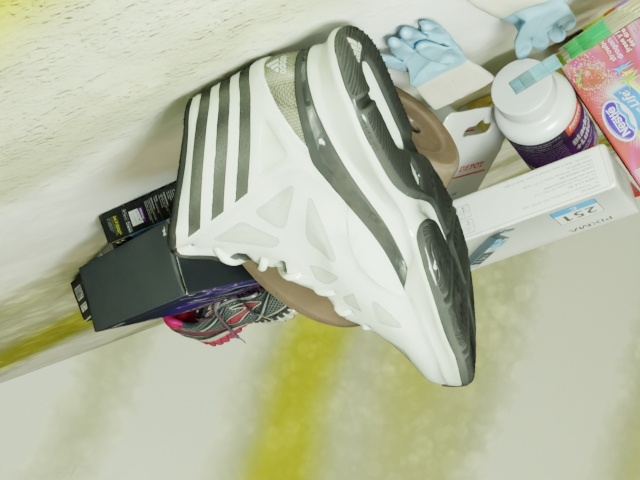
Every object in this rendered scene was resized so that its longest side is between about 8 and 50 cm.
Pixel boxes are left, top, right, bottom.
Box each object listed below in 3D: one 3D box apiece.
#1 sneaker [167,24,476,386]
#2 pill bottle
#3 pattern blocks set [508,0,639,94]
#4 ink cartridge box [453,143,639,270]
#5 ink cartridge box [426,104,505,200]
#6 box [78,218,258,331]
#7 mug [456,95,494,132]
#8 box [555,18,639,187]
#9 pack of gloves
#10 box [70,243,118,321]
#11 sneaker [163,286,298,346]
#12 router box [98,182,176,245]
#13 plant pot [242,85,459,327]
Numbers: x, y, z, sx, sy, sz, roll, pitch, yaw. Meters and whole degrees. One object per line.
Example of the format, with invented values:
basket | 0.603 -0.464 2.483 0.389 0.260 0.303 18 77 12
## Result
sneaker | 0.000 -0.001 1.058 0.258 0.447 0.169 -14 -143 20
pill bottle | 0.296 -0.163 1.337 0.108 0.108 0.193 -24 151 20
pattern blocks set | 0.372 -0.275 1.155 0.325 0.026 0.285 -33 -179 -34
ink cartridge box | 0.284 -0.019 1.377 0.296 0.066 0.261 -21 159 24
ink cartridge box | 0.123 -0.073 1.444 0.207 0.119 0.353 -15 140 -48
box | -0.181 0.039 1.351 0.184 0.103 0.261 -8 171 -39
mug | 0.253 -0.186 1.568 0.062 0.064 0.078 -20 173 -13
box | 0.443 -0.177 1.376 0.123 0.256 0.128 -34 171 17
pack of gloves | 0.168 -0.230 1.088 0.195 0.046 0.232 -24 163 20
box | -0.231 0.028 1.657 0.308 0.076 0.242 -18 172 -33
sneaker | -0.134 0.096 1.701 0.299 0.120 0.112 -31 149 26
router box | -0.203 -0.034 1.367 0.133 0.046 0.179 -22 173 11
plant pot | 0.040 -0.066 1.212 0.229 0.263 0.263 -48 161 29
